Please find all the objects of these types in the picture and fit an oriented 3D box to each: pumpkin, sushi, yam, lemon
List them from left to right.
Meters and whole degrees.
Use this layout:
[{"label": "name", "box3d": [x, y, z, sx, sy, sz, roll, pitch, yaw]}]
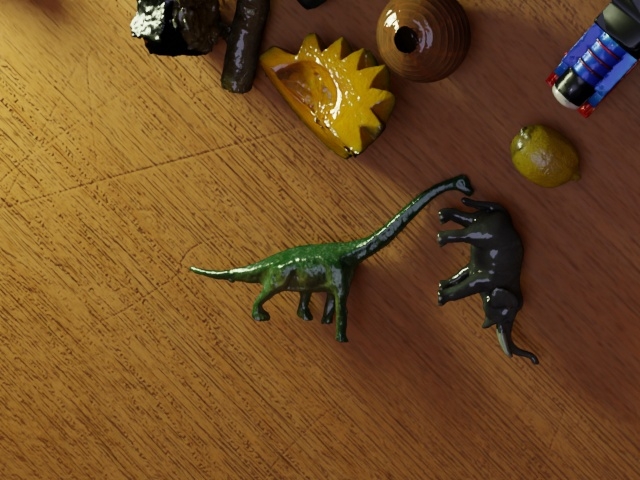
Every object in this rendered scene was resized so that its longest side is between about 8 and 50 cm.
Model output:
[{"label": "sushi", "box3d": [-0.221, -0.375, 1.674, 0.115, 0.147, 0.213, 18, 129, 28]}, {"label": "yam", "box3d": [-0.106, -0.352, 1.699, 0.061, 0.061, 0.253, 21, 113, 17]}, {"label": "pumpkin", "box3d": [0.039, -0.210, 1.659, 0.130, 0.149, 0.254, -43, 58, -3]}, {"label": "lemon", "box3d": [0.320, -0.117, 1.564, 0.110, 0.082, 0.082, 39, 118, 2]}]

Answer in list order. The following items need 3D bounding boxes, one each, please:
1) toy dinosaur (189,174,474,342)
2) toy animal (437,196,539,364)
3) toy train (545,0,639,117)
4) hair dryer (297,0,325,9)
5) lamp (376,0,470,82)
[{"label": "toy dinosaur", "box3d": [0.000, 0.000, 1.745, 0.446, 0.087, 0.301, 13, 112, 13]}, {"label": "toy animal", "box3d": [0.241, 0.066, 1.644, 0.137, 0.082, 0.270, -9, 101, 8]}, {"label": "toy train", "box3d": [0.386, -0.257, 1.462, 0.082, 0.131, 0.204, 43, 118, 6]}, {"label": "hair dryer", "box3d": [-0.032, -0.443, 1.618, 0.100, 0.057, 0.198, -27, 107, 28]}, {"label": "lamp", "box3d": [0.145, -0.291, 1.563, 0.136, 0.136, 0.136, 7, 109, 22]}]
